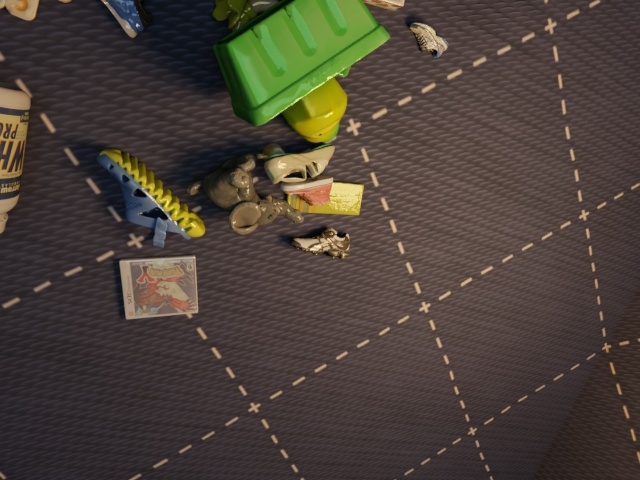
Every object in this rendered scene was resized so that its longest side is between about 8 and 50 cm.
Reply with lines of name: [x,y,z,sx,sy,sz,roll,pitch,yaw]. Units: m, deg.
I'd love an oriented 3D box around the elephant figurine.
elephant figurine: [-0.194,-0.097,1.139,0.169,0.186,0.239,-56,130,-40]

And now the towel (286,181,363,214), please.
towel: [0.013,-0.131,1.269,0.238,0.021,0.102,2,111,-18]

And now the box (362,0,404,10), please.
box: [0.067,-0.670,1.075,0.325,0.063,0.067,4,106,-19]

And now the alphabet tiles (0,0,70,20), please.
alphabet tiles: [-0.665,-0.634,0.879,0.285,0.021,0.277,17,102,-22]

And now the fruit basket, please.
fruit basket: [-0.029,-0.376,1.009,0.393,0.283,0.391,-10,116,-21]

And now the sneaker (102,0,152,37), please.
sneaker: [-0.451,-0.555,0.952,0.085,0.058,0.152,-34,119,2]

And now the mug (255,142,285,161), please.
mug: [-0.132,-0.232,1.163,0.078,0.064,0.062,-36,116,-3]

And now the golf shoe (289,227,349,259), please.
golf shoe: [0.000,0.000,1.287,0.198,0.077,0.093,10,94,-27]

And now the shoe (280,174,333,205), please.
shoe: [-0.036,-0.133,1.182,0.178,0.064,0.081,-17,120,-39]

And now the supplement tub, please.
supplement tub: [-0.771,-0.186,0.883,0.236,0.235,0.324,12,104,-21]

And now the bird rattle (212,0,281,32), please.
bird rattle: [-0.135,-0.544,1.050,0.254,0.143,0.206,-14,124,-27]

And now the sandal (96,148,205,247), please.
sandal: [-0.453,-0.095,1.080,0.138,0.126,0.317,-38,114,2]

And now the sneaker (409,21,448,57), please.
sneaker: [0.304,-0.570,1.193,0.135,0.052,0.058,24,104,-23]

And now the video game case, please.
video game case: [-0.462,0.134,1.206,0.202,0.023,0.183,-3,109,-17]

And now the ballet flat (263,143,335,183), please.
ballet flat: [-0.045,-0.205,1.148,0.249,0.086,0.086,-21,116,-38]
